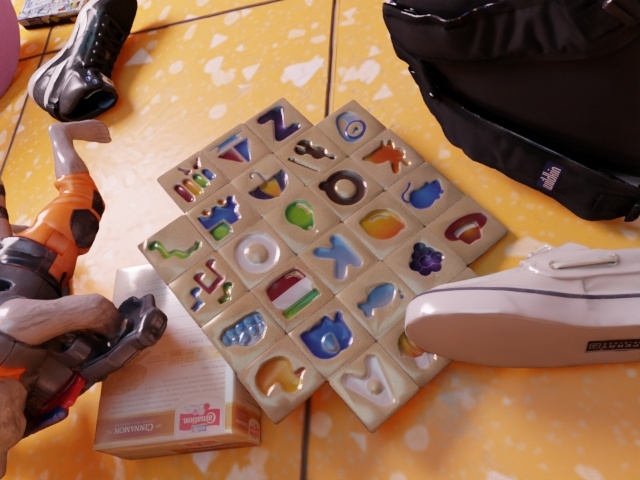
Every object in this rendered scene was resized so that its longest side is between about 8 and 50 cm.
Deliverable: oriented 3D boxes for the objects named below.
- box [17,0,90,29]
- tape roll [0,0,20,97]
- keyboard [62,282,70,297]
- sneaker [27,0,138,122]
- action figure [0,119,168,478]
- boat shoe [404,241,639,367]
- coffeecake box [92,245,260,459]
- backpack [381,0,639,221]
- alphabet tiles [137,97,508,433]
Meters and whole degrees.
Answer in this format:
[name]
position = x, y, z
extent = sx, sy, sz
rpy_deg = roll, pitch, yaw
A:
[box]
position = -0.435, -0.405, 1.015
extent = 0.137, 0.027, 0.093
rpy_deg = 0, 65, 21
[tape roll]
position = -0.589, -0.301, 0.870
extent = 0.090, 0.275, 0.274
rpy_deg = 26, 75, 31
[keyboard]
position = -0.344, 0.111, 0.710
extent = 0.108, 0.023, 0.180
rpy_deg = -23, 57, 8
[sneaker]
position = -0.310, -0.256, 0.866
extent = 0.121, 0.079, 0.217
rpy_deg = 36, 88, 29
[action figure]
position = -0.316, 0.071, 0.582
extent = 0.341, 0.178, 0.330
rpy_deg = -34, 43, 20
[boat shoe]
position = 0.203, 0.044, 0.492
extent = 0.268, 0.096, 0.088
rpy_deg = -5, 52, 11
[coffeecake box]
position = -0.136, 0.112, 0.602
extent = 0.142, 0.068, 0.185
rpy_deg = -11, 60, 14
[backpack]
position = 0.201, -0.186, 0.532
extent = 0.263, 0.276, 0.213
rpy_deg = 19, 66, 35
[alphabet tiles]
position = 0.000, 0.000, 0.593
extent = 0.285, 0.011, 0.342
rpy_deg = -37, 65, -16
